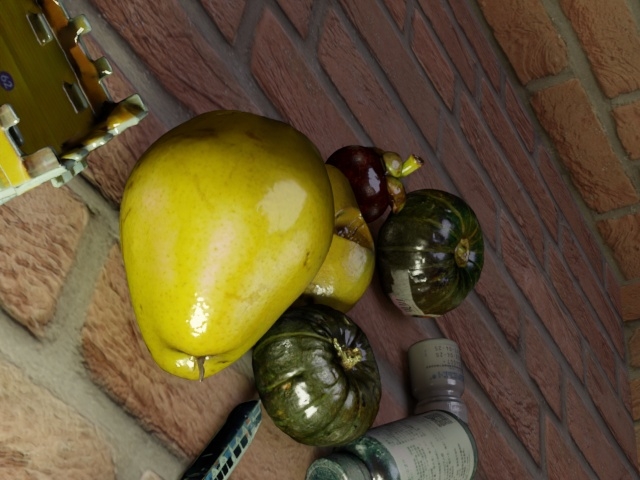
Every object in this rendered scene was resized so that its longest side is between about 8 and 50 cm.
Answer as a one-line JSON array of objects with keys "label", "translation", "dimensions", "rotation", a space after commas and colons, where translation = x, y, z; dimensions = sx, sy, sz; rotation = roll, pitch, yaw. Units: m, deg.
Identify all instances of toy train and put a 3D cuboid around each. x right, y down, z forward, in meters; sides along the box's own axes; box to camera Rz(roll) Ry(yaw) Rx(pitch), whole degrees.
[{"label": "toy train", "translation": [-0.125, 0.272, 1.303], "dimensions": [0.047, 0.043, 0.207], "rotation": [67, 27, -16]}]

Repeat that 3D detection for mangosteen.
[{"label": "mangosteen", "translation": [0.092, -0.103, 1.813], "dimensions": [0.146, 0.181, 0.155], "rotation": [120, -45, -63]}]

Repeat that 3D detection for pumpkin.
[{"label": "pumpkin", "translation": [0.000, 0.197, 1.466], "dimensions": [0.224, 0.157, 0.223], "rotation": [38, 35, -34]}, {"label": "pumpkin", "translation": [0.205, 0.020, 1.961], "dimensions": [0.260, 0.189, 0.260], "rotation": [-18, 111, -55]}]

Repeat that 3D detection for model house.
[{"label": "model house", "translation": [-0.330, -0.144, 0.977], "dimensions": [0.224, 0.215, 0.198], "rotation": [64, 24, -16]}]

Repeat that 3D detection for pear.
[{"label": "pear", "translation": [-0.115, 0.003, 1.253], "dimensions": [0.285, 0.285, 0.336], "rotation": [-4, 93, -63]}]

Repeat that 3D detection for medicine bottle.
[{"label": "medicine bottle", "translation": [0.224, 0.279, 1.904], "dimensions": [0.105, 0.105, 0.168], "rotation": [37, 43, -50]}, {"label": "medicine bottle", "translation": [0.110, 0.357, 1.551], "dimensions": [0.293, 0.141, 0.141], "rotation": [-5, 77, -46]}]

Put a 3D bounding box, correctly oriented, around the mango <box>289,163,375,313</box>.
[{"label": "mango", "translation": [0.000, 0.000, 1.601], "dimensions": [0.130, 0.167, 0.261], "rotation": [49, 28, -64]}]
